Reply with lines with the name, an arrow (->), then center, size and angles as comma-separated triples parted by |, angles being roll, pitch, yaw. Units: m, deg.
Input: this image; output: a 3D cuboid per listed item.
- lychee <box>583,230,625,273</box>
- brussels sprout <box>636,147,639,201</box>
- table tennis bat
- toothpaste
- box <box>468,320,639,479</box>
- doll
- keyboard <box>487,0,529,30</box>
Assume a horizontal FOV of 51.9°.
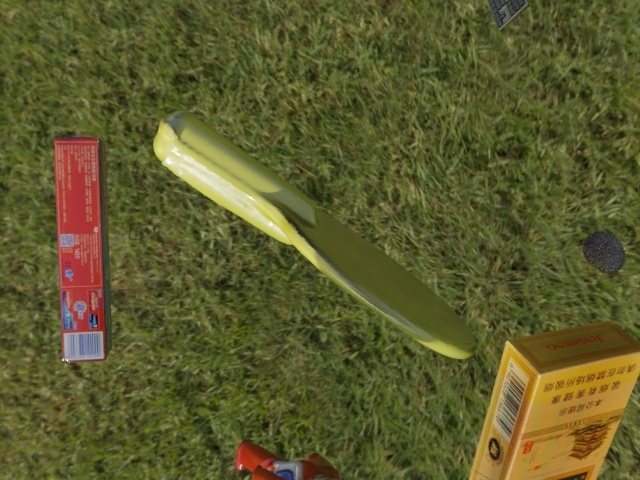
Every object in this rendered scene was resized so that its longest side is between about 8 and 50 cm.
lychee -> 0.490, 0.020, 1.140 | 0.067, 0.068, 0.083 | -12, 40, -12
brussels sprout -> 0.404, -0.078, 0.793 | 0.046, 0.050, 0.084 | 15, 105, 50
table tennis bat -> 0.000, 0.000, 0.631 | 0.368, 0.224, 0.054 | 35, 100, -10
toothpaste -> -0.345, 0.012, 0.962 | 0.066, 0.076, 0.321 | 0, 95, -11
box -> 0.314, 0.249, 0.895 | 0.174, 0.076, 0.274 | -6, 121, -19
doll -> 0.005, 0.349, 0.896 | 0.188, 0.384, 0.099 | 18, 79, -19
keyboard -> 0.224, -0.328, 0.828 | 0.049, 0.015, 0.129 | -35, 55, 42
